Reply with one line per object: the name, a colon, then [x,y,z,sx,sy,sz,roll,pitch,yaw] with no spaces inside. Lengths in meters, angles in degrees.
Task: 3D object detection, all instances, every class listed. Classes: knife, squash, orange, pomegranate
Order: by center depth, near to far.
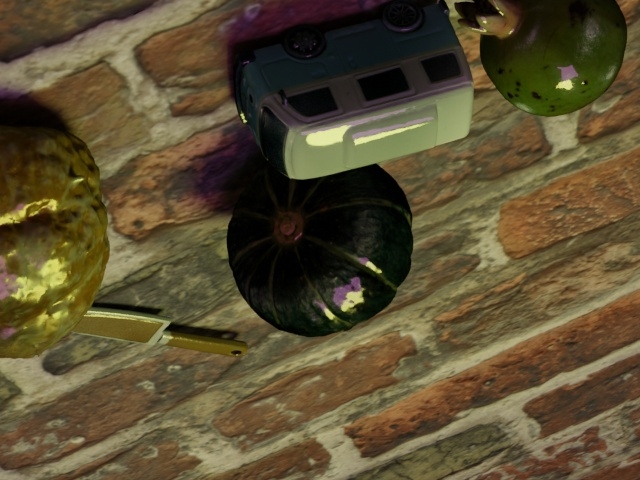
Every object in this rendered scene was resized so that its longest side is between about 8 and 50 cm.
orange: [-0.379,0.020,2.117,0.271,0.210,0.369,-16,144,-13]
pomegranate: [0.259,-0.252,2.137,0.225,0.187,0.187,22,128,-33]
squash: [0.000,0.000,2.265,0.252,0.252,0.165,-34,150,17]
knife: [-0.239,0.123,2.503,0.343,0.027,0.061,11,136,-37]

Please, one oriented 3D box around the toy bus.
toy bus: [0.044,-0.172,2.125,0.271,0.165,0.133,-16,147,-10]
